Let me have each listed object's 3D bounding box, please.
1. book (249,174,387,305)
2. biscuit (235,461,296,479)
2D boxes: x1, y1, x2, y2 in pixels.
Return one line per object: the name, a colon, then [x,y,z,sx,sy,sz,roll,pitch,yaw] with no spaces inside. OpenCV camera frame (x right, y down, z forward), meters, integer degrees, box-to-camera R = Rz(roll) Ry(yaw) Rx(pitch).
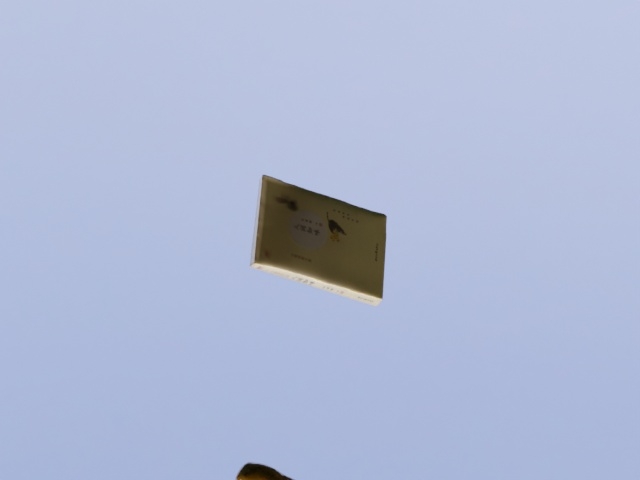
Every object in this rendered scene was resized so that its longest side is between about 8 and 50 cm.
book: [0.000,0.000,1.365,0.111,0.014,0.077,18,-121,-23]
biscuit: [-0.015,0.272,1.720,0.174,0.183,0.039,28,-109,4]
